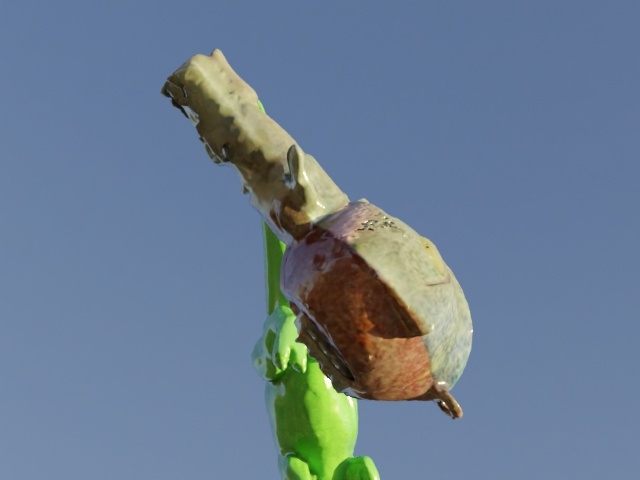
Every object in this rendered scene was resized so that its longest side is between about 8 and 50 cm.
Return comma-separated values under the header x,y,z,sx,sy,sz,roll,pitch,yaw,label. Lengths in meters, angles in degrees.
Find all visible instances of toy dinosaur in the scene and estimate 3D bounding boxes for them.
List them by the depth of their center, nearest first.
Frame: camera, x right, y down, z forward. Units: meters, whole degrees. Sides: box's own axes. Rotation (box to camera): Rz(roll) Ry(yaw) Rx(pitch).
x,y,z,sx,sy,sz,roll,pitch,yaw,label
-0.028,0.120,1.648,0.144,0.500,0.374,-7,-31,-15,toy dinosaur

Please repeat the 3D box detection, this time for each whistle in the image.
x,y,z,sx,sy,sz,roll,pitch,yaw,label
-0.001,0.000,1.118,0.134,0.142,0.346,-40,-99,6,whistle
